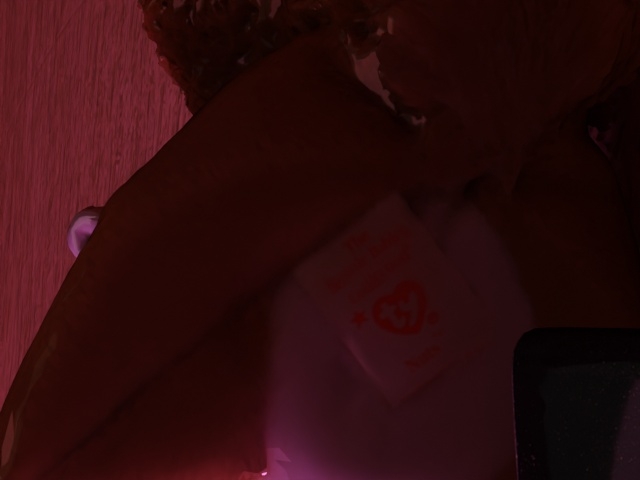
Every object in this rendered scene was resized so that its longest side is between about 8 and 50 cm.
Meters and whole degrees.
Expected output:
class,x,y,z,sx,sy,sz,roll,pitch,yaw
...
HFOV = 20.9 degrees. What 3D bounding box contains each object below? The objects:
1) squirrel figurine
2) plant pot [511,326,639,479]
class,x,y,z,sx,sy,sz,roll,pitch,yaw
squirrel figurine,0.000,0.000,0.856,0.370,0.281,0.397,174,111,-77
plant pot,0.181,0.109,0.471,0.167,0.187,0.188,-15,74,52
